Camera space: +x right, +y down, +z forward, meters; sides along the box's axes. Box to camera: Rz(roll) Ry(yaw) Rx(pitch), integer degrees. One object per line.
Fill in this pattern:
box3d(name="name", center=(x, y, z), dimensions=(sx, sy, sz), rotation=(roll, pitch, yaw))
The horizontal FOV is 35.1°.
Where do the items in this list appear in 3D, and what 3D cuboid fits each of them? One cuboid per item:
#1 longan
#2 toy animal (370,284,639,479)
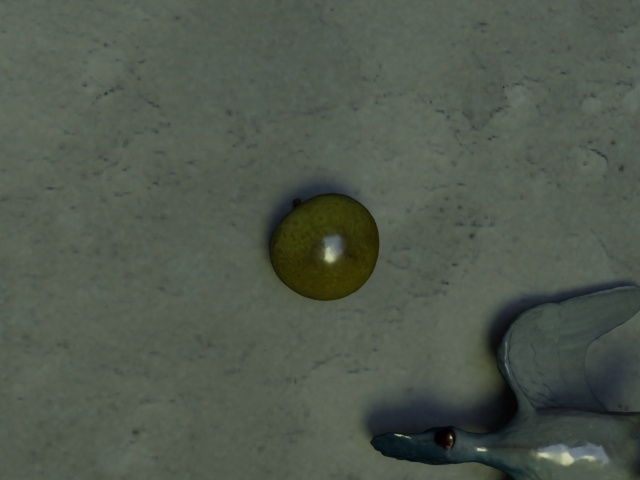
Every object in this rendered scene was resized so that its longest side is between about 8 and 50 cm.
box3d(name="longan", center=(0.000, 0.000, 0.676), dimensions=(0.075, 0.075, 0.083), rotation=(-28, 51, -15))
box3d(name="toy animal", center=(0.173, 0.136, 0.690), dimensions=(0.255, 0.176, 0.239), rotation=(17, 72, -38))
